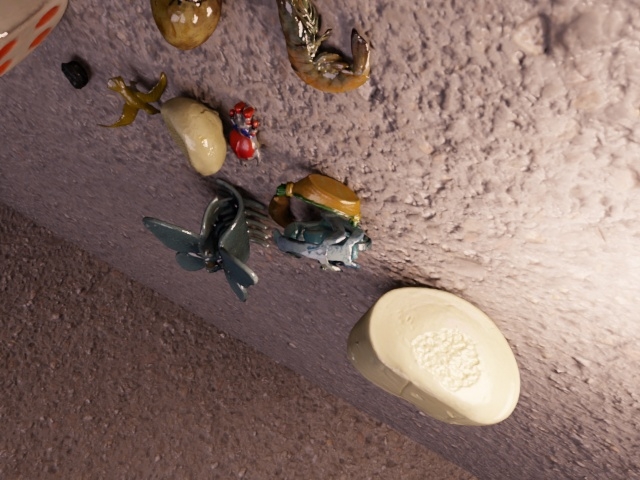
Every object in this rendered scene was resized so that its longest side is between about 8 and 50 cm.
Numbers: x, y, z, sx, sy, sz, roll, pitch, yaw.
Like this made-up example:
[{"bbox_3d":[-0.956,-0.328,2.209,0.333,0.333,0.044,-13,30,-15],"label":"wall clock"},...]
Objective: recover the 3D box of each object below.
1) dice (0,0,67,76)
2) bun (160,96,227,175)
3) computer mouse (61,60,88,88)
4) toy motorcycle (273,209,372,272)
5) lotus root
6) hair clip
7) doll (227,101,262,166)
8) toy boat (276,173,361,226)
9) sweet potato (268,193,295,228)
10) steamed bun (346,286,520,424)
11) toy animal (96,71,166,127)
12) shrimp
[{"bbox_3d":[-0.781,-0.543,1.079,0.304,0.304,0.276,44,150,-24],"label":"dice"},{"bbox_3d":[-0.306,-0.272,1.261,0.222,0.127,0.222,55,169,15],"label":"bun"},{"bbox_3d":[-0.686,-0.466,1.394,0.135,0.047,0.079,10,136,56],"label":"computer mouse"},{"bbox_3d":[0.000,0.000,1.335,0.260,0.206,0.155,14,112,30],"label":"toy motorcycle"},{"bbox_3d":[-0.251,-0.425,0.926,0.138,0.138,0.214,34,161,-6],"label":"lotus root"},{"bbox_3d":[-0.300,0.001,1.572,0.391,0.239,0.318,25,153,12],"label":"hair clip"},{"bbox_3d":[-0.190,-0.254,1.233,0.104,0.062,0.195,16,144,4],"label":"doll"},{"bbox_3d":[0.007,-0.105,1.229,0.229,0.089,0.088,24,131,-10],"label":"toy boat"},{"bbox_3d":[-0.110,-0.074,1.456,0.069,0.060,0.250,8,151,16],"label":"sweet potato"},{"bbox_3d":[0.321,0.323,1.433,0.455,0.290,0.371,31,159,6],"label":"steamed bun"},{"bbox_3d":[-0.472,-0.377,1.298,0.219,0.155,0.095,-34,88,17],"label":"toy animal"},{"bbox_3d":[0.001,-0.370,0.854,0.168,0.058,0.296,11,151,21],"label":"shrimp"}]
